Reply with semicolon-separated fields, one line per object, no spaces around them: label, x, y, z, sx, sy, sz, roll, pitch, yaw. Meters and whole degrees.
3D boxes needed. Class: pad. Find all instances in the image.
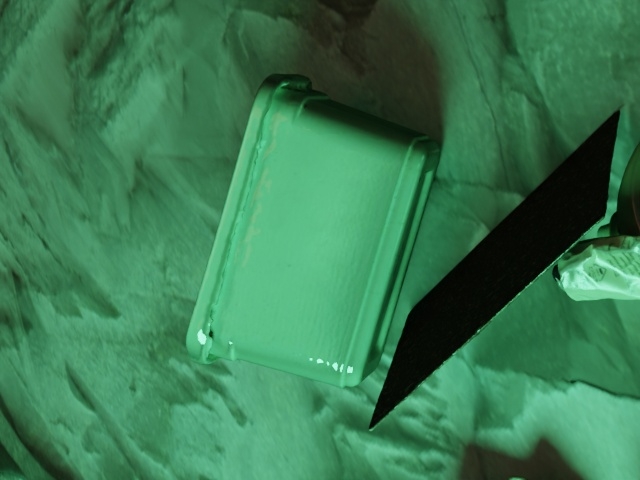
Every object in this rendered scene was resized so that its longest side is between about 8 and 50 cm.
pad;0.166;0.028;1.381;0.004;0.220;0.330;38;123;-8

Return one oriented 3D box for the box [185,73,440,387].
box;0.000;0.000;1.526;0.182;0.175;0.311;19;100;12

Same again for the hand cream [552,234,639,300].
hand cream;0.301;0.010;1.205;0.248;0.052;0.075;-13;112;38

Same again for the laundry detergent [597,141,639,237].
laundry detergent;0.347;-0.034;1.248;0.253;0.091;0.181;-17;77;44

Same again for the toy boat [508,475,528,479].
toy boat;0.183;0.360;1.377;0.293;0.111;0.276;-2;83;33
